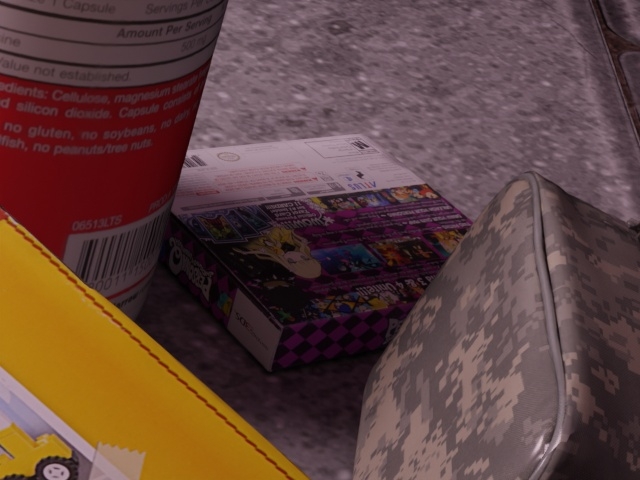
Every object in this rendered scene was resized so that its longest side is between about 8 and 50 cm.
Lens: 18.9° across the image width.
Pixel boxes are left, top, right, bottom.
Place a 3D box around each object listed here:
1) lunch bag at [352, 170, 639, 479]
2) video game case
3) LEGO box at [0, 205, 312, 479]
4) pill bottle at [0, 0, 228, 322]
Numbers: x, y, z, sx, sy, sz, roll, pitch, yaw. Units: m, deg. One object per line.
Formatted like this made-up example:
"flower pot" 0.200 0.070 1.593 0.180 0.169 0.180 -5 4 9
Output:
"lunch bag" 0.167 0.139 1.017 0.256 0.212 0.305 30 26 -13
"video game case" 0.000 0.000 1.324 0.232 0.042 0.210 -9 38 -40
"LEGO box" -0.211 0.203 0.504 0.500 0.193 0.372 -24 52 -40
"pill bottle" -0.168 -0.147 1.102 0.229 0.408 0.229 14 28 -7
